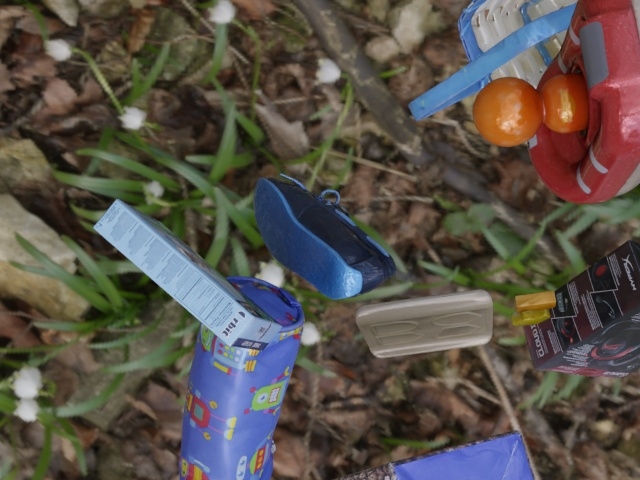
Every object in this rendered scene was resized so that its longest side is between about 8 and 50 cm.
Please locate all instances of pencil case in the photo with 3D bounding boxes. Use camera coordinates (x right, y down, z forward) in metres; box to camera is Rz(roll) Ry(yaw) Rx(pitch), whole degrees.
[{"bbox_3d":[-0.096,0.189,1.244,0.133,0.119,0.306,-11,127,-33],"label":"pencil case"}]

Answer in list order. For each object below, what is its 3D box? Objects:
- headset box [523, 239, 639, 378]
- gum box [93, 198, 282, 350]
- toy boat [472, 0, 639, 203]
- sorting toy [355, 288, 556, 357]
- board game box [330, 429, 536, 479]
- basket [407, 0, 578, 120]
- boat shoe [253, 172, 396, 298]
[{"bbox_3d":[0.494,0.129,1.684,0.218,0.293,0.110,9,55,-31],"label":"headset box"},{"bbox_3d":[-0.132,0.040,1.055,0.041,0.184,0.157,-50,169,-1],"label":"gum box"},{"bbox_3d":[0.205,-0.115,0.864,0.231,0.151,0.151,74,10,-75],"label":"toy boat"},{"bbox_3d":[0.218,0.124,1.636,0.229,0.307,0.041,66,17,-66],"label":"sorting toy"},{"bbox_3d":[0.119,0.374,1.386,0.232,0.291,0.141,-5,73,-36],"label":"board game box"},{"bbox_3d":[0.273,-0.246,1.268,0.289,0.254,0.201,-23,89,-33],"label":"basket"},{"bbox_3d":[0.000,0.000,1.247,0.089,0.258,0.109,-10,127,-27],"label":"boat shoe"}]
